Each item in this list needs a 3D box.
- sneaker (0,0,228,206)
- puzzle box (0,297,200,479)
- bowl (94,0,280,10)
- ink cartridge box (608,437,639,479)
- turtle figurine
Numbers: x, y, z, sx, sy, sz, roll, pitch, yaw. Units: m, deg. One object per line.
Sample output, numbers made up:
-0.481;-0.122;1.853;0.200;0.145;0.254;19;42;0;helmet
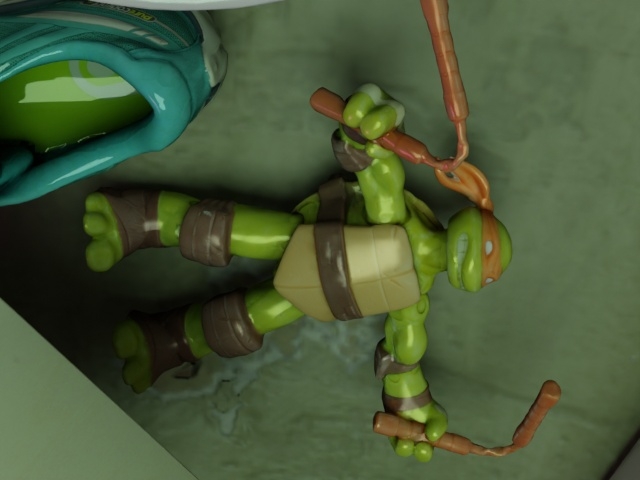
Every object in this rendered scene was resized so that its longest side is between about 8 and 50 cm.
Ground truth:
-0.179;-0.057;0.612;0.275;0.110;0.107;-14;117;8;sneaker
-0.252;0.184;0.522;0.272;0.052;0.409;45;79;-8;puzzle box
-0.049;-0.254;0.479;0.312;0.163;0.311;0;117;0;bowl
0.275;0.160;0.717;0.207;0.119;0.353;25;114;-13;ink cartridge box
0.000;0.000;0.654;0.217;0.087;0.269;-5;126;11;turtle figurine
